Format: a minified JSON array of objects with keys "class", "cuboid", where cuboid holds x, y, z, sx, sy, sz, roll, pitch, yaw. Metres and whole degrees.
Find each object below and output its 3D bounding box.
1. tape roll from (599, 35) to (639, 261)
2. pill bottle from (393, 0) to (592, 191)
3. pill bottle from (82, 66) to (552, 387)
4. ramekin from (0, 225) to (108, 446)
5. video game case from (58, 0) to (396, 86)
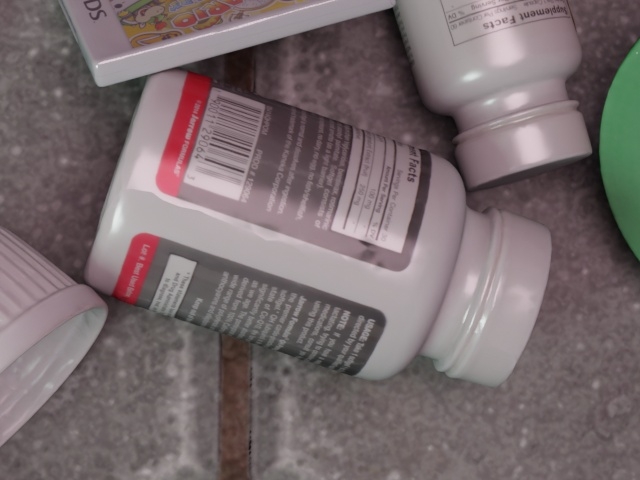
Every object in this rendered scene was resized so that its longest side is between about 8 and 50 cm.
[{"class":"tape roll","cuboid":[0.370,-0.062,1.363,0.321,0.321,0.077,43,42,-2]},{"class":"pill bottle","cuboid":[0.129,-0.161,1.419,0.131,0.131,0.229,-15,86,-11]},{"class":"pill bottle","cuboid":[0.000,0.000,1.355,0.318,0.176,0.176,19,80,-7]},{"class":"ramekin","cuboid":[-0.260,0.082,1.292,0.109,0.207,0.207,43,78,7]},{"class":"video game case","cuboid":[-0.084,-0.206,1.374,0.227,0.026,0.206,-16,41,-12]}]
